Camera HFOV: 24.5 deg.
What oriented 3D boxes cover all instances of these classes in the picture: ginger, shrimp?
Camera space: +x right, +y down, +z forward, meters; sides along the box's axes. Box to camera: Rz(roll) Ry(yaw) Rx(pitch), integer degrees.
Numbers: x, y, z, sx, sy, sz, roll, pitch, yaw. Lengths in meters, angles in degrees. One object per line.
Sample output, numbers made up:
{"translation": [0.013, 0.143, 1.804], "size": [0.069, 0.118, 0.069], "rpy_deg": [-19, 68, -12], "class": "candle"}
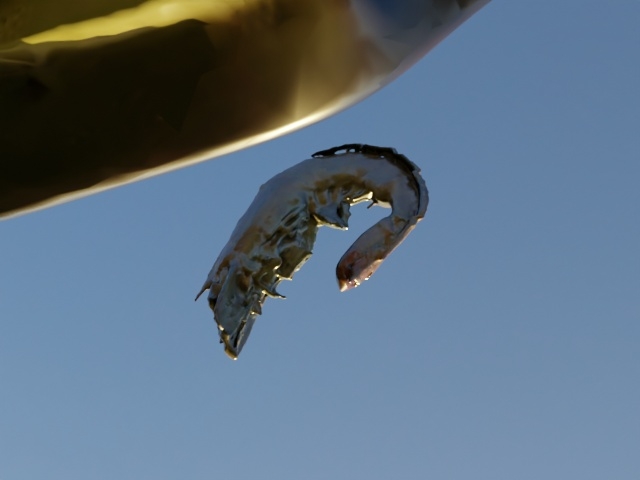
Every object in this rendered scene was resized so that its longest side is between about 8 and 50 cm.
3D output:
{"translation": [-0.073, -0.191, 0.521], "size": [0.414, 0.358, 0.211], "rpy_deg": [-19, -59, 19], "class": "ginger"}
{"translation": [0.000, 0.001, 1.222], "size": [0.173, 0.253, 0.058], "rpy_deg": [-1, -50, 25], "class": "shrimp"}
